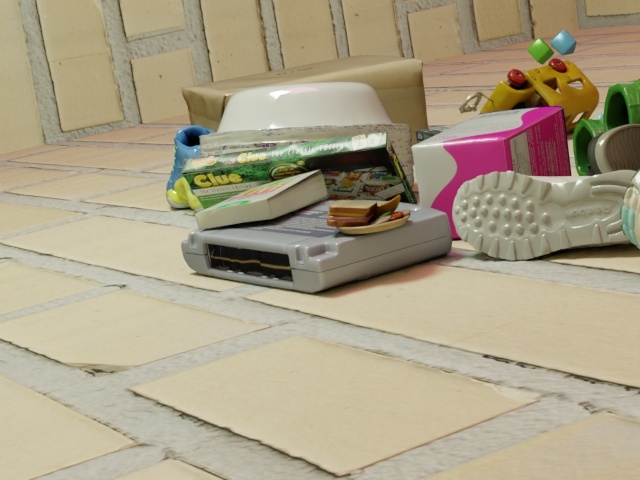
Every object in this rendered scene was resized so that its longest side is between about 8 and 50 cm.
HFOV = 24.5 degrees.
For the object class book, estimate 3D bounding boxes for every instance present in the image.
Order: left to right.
[{"bbox_3d":[-0.066,-0.043,1.685,0.096,0.035,0.144,-9,10,27],"label":"book"}]

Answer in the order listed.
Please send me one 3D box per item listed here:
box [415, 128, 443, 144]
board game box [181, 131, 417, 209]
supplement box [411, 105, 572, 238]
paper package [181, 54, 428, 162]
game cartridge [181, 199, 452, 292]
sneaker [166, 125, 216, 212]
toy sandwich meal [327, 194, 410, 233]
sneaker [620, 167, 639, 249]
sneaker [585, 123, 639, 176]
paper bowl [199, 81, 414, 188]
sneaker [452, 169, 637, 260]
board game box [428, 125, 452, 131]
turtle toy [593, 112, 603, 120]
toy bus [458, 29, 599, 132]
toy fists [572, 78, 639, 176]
[{"bbox_3d":[0.159,-0.120,2.063,0.018,0.067,0.083,-12,10,-14],"label":"box"},{"bbox_3d":[-0.024,-0.064,1.781,0.260,0.136,0.030,-6,53,19],"label":"board game box"},{"bbox_3d":[0.201,-0.080,1.682,0.111,0.114,0.220,-3,11,28],"label":"supplement box"},{"bbox_3d":[-0.024,-0.187,2.322,0.325,0.168,0.309,-12,10,-16],"label":"paper package"},{"bbox_3d":[0.000,0.000,1.602,0.196,0.060,0.294,-20,14,-30],"label":"game cartridge"},{"bbox_3d":[-0.177,-0.111,2.155,0.091,0.126,0.240,-13,11,-21],"label":"sneaker"},{"bbox_3d":[0.049,-0.028,1.483,0.086,0.029,0.085,-9,10,2],"label":"toy sandwich meal"},{"bbox_3d":[0.413,-0.026,1.297,0.283,0.110,0.122,-16,29,-18],"label":"sneaker"},{"bbox_3d":[0.318,-0.069,1.581,0.118,0.083,0.222,-9,-10,37],"label":"sneaker"},{"bbox_3d":[-0.020,-0.131,1.955,0.284,0.148,0.284,-4,3,0],"label":"paper bowl"},{"bbox_3d":[0.244,-0.025,1.471,0.235,0.090,0.095,2,2,35],"label":"sneaker"},{"bbox_3d":[0.168,-0.174,2.477,0.090,0.020,0.090,-13,11,-19],"label":"board game box"},{"bbox_3d":[0.424,-0.159,2.028,0.095,0.066,0.130,-3,12,32],"label":"turtle toy"},{"bbox_3d":[0.333,-0.201,2.245,0.202,0.104,0.191,-40,-22,2],"label":"toy bus"},{"bbox_3d":[0.396,-0.142,1.737,0.142,0.096,0.279,-7,-11,-6],"label":"toy fists"}]
